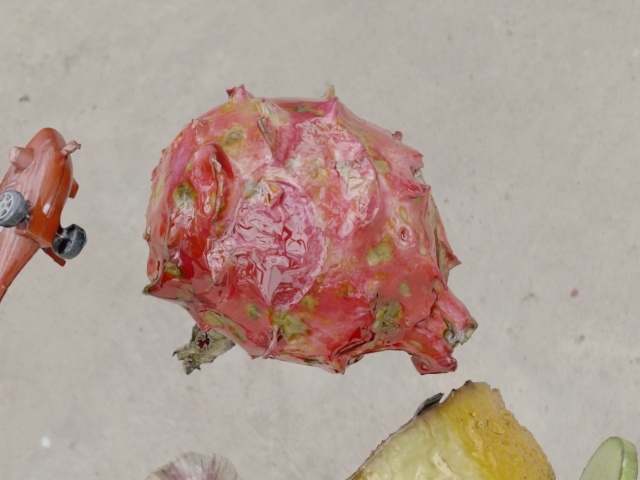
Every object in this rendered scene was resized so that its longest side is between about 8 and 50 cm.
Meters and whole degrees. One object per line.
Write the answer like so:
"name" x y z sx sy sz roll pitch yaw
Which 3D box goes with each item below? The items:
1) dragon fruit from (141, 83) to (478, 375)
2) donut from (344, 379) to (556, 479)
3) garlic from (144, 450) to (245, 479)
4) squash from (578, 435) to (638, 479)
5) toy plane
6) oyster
"dragon fruit" 0.000 0.000 0.730 0.268 0.205 0.210 32 27 -3
"donut" 0.094 0.362 1.128 0.435 0.378 0.163 -43 66 -3
"garlic" -0.223 0.503 1.824 0.245 0.253 0.245 7 67 -16
"squash" 0.452 0.419 1.591 0.041 0.219 0.219 20 67 4
"toy plane" -0.219 0.008 0.664 0.077 0.126 0.194 -4 44 35
"oyster" -0.138 0.089 1.332 0.078 0.345 0.129 20 48 -3
